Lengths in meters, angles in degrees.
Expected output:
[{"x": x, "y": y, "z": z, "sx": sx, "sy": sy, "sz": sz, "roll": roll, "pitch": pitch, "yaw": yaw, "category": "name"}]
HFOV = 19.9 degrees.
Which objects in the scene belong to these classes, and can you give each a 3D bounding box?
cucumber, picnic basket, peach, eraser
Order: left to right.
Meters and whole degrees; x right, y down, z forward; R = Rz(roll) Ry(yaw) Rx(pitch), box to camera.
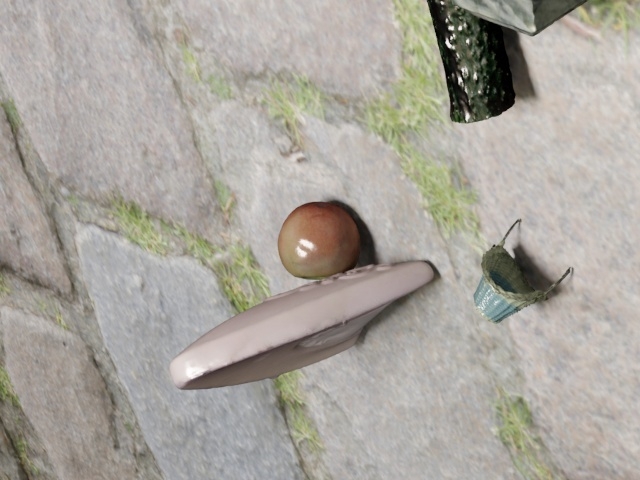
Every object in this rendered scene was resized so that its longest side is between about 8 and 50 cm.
[{"x": -0.034, "y": 0.083, "z": 1.730, "sx": 0.204, "sy": 0.243, "sz": 0.059, "roll": -43, "pitch": 65, "yaw": 60, "category": "eraser"}, {"x": -0.001, "y": 0.001, "z": 1.756, "sx": 0.083, "sy": 0.083, "sz": 0.083, "roll": 37, "pitch": 145, "yaw": 31, "category": "peach"}, {"x": 0.103, "y": -0.197, "z": 1.427, "sx": 0.052, "sy": 0.058, "sz": 0.215, "roll": -105, "pitch": -3, "yaw": -69, "category": "cucumber"}, {"x": 0.165, "y": 0.030, "z": 1.561, "sx": 0.083, "sy": 0.083, "sz": 0.065, "roll": -49, "pitch": 66, "yaw": 21, "category": "picnic basket"}]

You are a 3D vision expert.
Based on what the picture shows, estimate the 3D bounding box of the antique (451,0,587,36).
[{"x": 0.142, "y": -0.241, "z": 1.294, "sx": 0.088, "sy": 0.086, "sz": 0.183, "roll": 28, "pitch": 141, "yaw": 41, "category": "antique"}]
